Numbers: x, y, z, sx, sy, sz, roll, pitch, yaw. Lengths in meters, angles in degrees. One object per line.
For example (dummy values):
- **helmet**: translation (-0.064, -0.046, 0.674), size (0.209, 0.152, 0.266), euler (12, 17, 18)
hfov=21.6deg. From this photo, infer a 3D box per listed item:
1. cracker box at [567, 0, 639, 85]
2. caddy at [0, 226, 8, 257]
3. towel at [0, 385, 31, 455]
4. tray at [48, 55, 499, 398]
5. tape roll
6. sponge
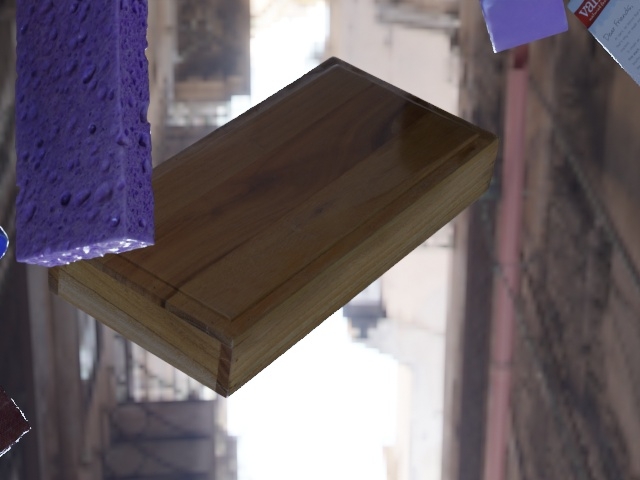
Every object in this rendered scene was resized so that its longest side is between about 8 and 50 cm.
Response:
- **cracker box**: translation (0.357, -0.193, 1.533), size (0.067, 0.155, 0.232), euler (-24, -111, -46)
- **caddy**: translation (-0.447, 0.033, 1.501), size (0.341, 0.241, 0.179), euler (-30, -115, -38)
- **towel**: translation (-0.274, -0.008, 0.764), size (0.037, 0.329, 0.237), euler (-34, -179, 13)
- **tray**: translation (-0.032, -0.030, 1.536), size (0.203, 0.076, 0.411), euler (29, -139, 24)
- **tape roll**: translation (0.188, -0.292, 1.702), size (0.080, 0.189, 0.189), euler (-16, -160, 8)
- **sponge**: translation (-0.159, -0.093, 1.113), size (0.031, 0.210, 0.117), euler (8, 165, -44)
